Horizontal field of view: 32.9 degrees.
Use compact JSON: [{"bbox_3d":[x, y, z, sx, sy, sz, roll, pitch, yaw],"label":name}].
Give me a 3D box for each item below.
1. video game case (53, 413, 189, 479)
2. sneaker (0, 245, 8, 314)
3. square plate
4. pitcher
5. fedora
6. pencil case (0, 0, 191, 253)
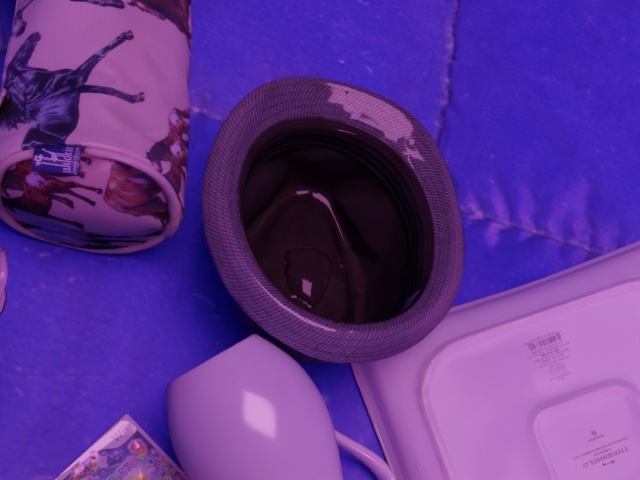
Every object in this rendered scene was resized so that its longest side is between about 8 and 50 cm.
[{"bbox_3d":[-0.147,0.213,0.881,0.122,0.011,0.087,45,58,4],"label":"video game case"},{"bbox_3d":[-0.290,-0.006,0.730,0.153,0.101,0.269,-3,63,-12],"label":"sneaker"},{"bbox_3d":[0.237,0.187,0.947,0.347,0.049,0.344,-19,71,-2],"label":"square plate"},{"bbox_3d":[-0.024,0.178,0.897,0.177,0.125,0.207,-27,86,-52],"label":"pitcher"},{"bbox_3d":[0.000,0.000,0.980,0.243,0.124,0.275,6,58,-20],"label":"fedora"},{"bbox_3d":[-0.207,-0.200,0.978,0.183,0.160,0.410,14,60,-29],"label":"pencil case"}]
